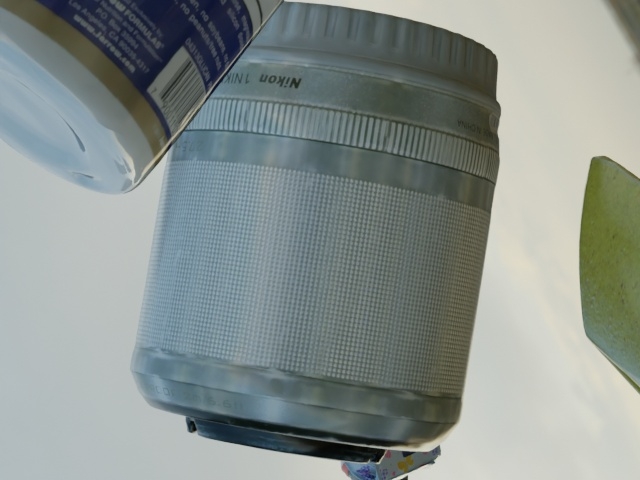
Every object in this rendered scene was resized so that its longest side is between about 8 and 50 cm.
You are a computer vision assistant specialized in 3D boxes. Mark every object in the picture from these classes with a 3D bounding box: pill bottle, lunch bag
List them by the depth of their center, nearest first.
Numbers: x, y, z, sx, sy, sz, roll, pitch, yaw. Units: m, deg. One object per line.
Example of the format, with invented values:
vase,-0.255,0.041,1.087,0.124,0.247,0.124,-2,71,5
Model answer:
pill bottle,-0.054,-0.107,0.560,0.094,0.169,0.094,31,160,12
lunch bag,0.049,0.145,1.242,0.071,0.053,0.083,-14,-118,-35

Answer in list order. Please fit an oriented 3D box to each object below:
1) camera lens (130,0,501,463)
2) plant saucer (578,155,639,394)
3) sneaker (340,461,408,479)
camera lens,0.000,0.000,1.059,0.219,0.219,0.274,20,-101,-70
plant saucer,0.274,0.135,0.815,0.333,0.081,0.333,45,-178,-29
sneaker,0.075,0.186,1.468,0.061,0.158,0.065,-5,-128,-31
